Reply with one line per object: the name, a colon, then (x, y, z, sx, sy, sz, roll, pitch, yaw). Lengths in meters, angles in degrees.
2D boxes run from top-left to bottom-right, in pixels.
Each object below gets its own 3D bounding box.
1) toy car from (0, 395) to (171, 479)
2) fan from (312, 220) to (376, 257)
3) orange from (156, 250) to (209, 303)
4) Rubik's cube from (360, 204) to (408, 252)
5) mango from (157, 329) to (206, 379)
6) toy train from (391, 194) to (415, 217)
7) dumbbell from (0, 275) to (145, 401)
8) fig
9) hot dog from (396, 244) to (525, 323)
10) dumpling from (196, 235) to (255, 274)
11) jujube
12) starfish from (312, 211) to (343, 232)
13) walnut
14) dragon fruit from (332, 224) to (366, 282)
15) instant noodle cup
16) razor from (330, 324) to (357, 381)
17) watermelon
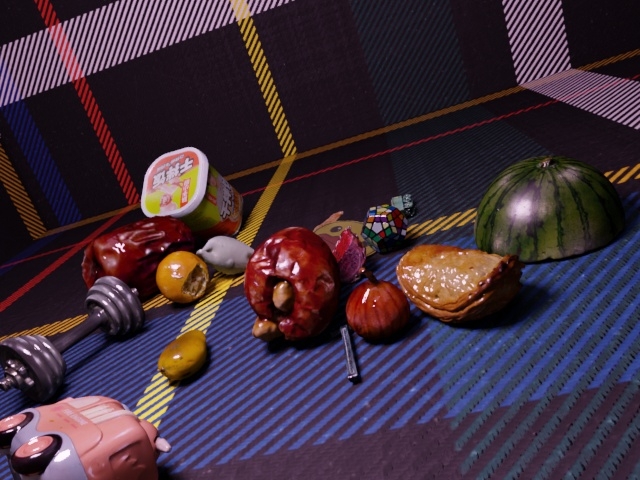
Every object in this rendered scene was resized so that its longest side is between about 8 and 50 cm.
toy car: (-0.376, 0.349, 0.853, 0.270, 0.181, 0.212, 1, 17, 45)
fan: (0.038, 0.017, 1.499, 0.335, 0.011, 0.229, -30, 37, -31)
orange: (-0.392, 0.105, 1.534, 0.134, 0.155, 0.154, -16, 17, 37)
Rubik's cube: (0.170, -0.032, 1.429, 0.133, 0.133, 0.112, -19, 52, 0)
mango: (-0.298, 0.250, 1.180, 0.103, 0.076, 0.161, -20, 16, 10)
toy train: (0.257, -0.104, 1.666, 0.070, 0.038, 0.148, -18, 20, 12)
dumbbell: (-0.620, 0.239, 1.350, 0.179, 0.179, 0.406, -4, 25, 36)
fig: (0.101, 0.128, 1.055, 0.128, 0.150, 0.128, -47, 6, 7)
hot dog: (0.271, 0.081, 1.055, 0.175, 0.114, 0.259, -35, 23, -27)
dumpling: (-0.295, 0.057, 1.616, 0.216, 0.105, 0.149, 15, -47, -45)
jujube: (-0.576, 0.055, 1.700, 0.258, 0.259, 0.376, -4, 23, 36)
starfish: (0.002, 0.005, 1.588, 0.295, 0.048, 0.231, -36, 37, -31)
walnut: (-0.060, 0.106, 1.191, 0.221, 0.244, 0.269, 25, 22, 6)
dragon fruit: (0.079, 0.050, 1.341, 0.147, 0.096, 0.102, -61, 13, 9)
instant noodle cup: (-0.450, -0.149, 1.966, 0.293, 0.308, 0.294, -11, 65, 24)
razor: (0.052, 0.209, 1.026, 0.066, 0.033, 0.190, -17, 20, 4)
watermelon: (0.498, -0.096, 1.222, 0.330, 0.190, 0.331, -14, 15, 4)
